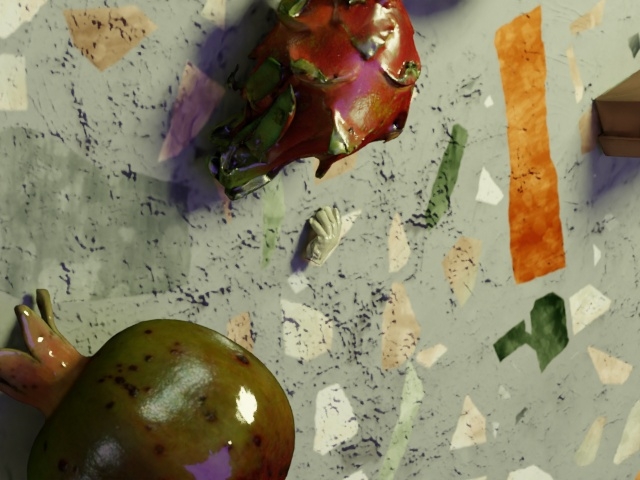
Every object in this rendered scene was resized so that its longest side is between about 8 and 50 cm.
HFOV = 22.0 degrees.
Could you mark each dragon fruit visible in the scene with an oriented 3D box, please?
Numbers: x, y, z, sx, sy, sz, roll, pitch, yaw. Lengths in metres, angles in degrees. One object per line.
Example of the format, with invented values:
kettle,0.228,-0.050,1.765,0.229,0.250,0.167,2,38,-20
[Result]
dragon fruit,-0.013,-0.171,1.761,0.269,0.198,0.200,-27,131,-18

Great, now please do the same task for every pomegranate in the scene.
pomegranate,-0.195,0.208,1.680,0.291,0.323,0.291,-59,163,-30

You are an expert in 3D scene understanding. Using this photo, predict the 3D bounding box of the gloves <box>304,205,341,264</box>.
gloves,0.002,0.000,1.915,0.044,0.037,0.081,14,86,-79

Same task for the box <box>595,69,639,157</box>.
box,0.512,-0.190,2.201,0.215,0.215,0.086,-33,114,-32
